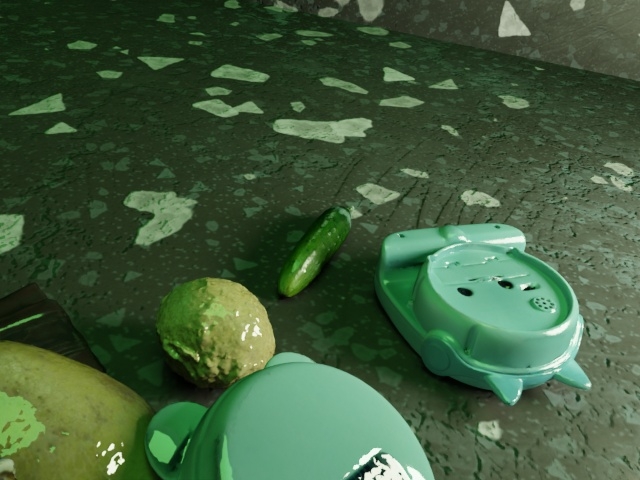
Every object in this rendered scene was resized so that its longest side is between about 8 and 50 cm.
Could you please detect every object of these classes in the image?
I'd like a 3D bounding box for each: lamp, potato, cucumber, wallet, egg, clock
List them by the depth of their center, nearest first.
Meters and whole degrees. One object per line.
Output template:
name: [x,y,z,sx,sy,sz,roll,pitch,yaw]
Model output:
potato: [-0.226,0.164,0.465,0.251,0.159,0.174,43,15,-13]
lamp: [0.011,0.215,0.470,0.284,0.147,0.209,36,35,29]
wallet: [-0.353,0.135,0.610,0.229,0.049,0.182,-24,48,-37]
egg: [-0.114,0.098,0.665,0.140,0.118,0.116,34,83,21]
clock: [0.211,0.082,0.771,0.224,0.094,0.274,-7,35,-20]
cucumber: [0.000,0.000,0.888,0.056,0.056,0.250,17,35,14]

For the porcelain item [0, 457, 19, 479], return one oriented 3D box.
porcelain item: [-0.157,0.265,0.302,0.186,0.138,0.287,-31,91,-28]
